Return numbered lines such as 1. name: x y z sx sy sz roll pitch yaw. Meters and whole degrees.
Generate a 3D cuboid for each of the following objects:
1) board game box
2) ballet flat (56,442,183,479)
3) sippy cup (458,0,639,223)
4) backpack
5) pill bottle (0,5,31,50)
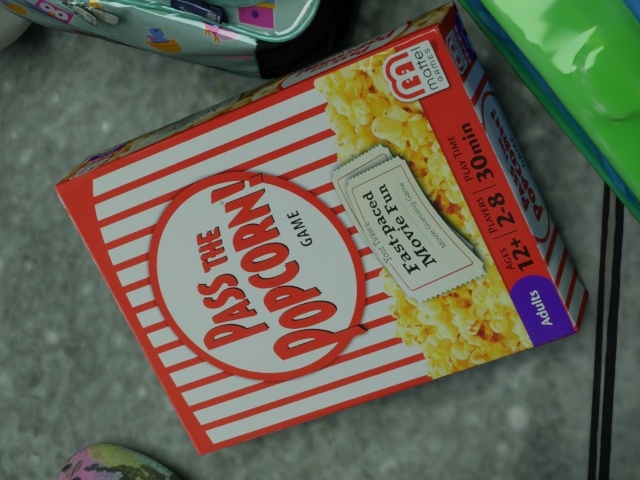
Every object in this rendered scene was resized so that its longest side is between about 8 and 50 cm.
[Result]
1. board game box: 0.000 0.000 0.698 0.193 0.045 0.147 -21 105 23
2. ballet flat: -0.060 0.182 0.731 0.221 0.079 0.077 48 108 17
3. sippy cup: 0.157 -0.138 0.575 0.224 0.240 0.305 -38 109 8
4. backpack: -0.076 -0.167 0.686 0.188 0.144 0.166 12 84 11
5. pill bottle: -0.263 -0.160 0.798 0.229 0.131 0.131 4 91 24
